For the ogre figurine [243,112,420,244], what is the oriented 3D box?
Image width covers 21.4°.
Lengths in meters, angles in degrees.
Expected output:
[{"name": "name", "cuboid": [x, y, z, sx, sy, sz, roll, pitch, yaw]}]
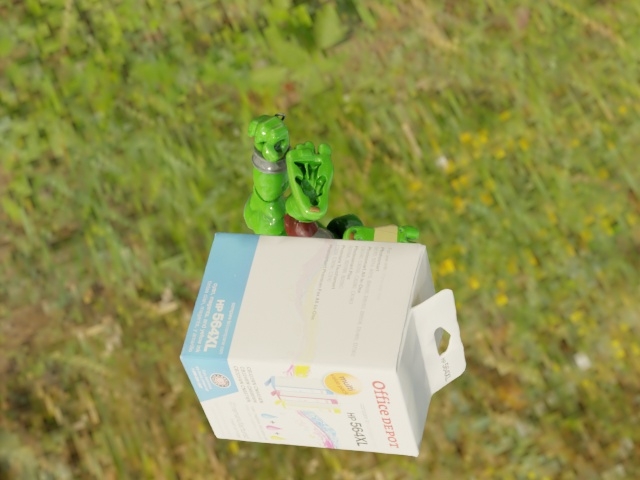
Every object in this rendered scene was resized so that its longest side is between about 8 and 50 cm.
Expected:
[{"name": "ogre figurine", "cuboid": [0.000, 0.000, 1.336, 0.097, 0.197, 0.118, -58, -175, -31]}]

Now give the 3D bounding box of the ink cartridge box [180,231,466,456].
[{"name": "ink cartridge box", "cuboid": [0.007, 0.060, 0.975, 0.143, 0.090, 0.092, 3, 144, 16]}]
